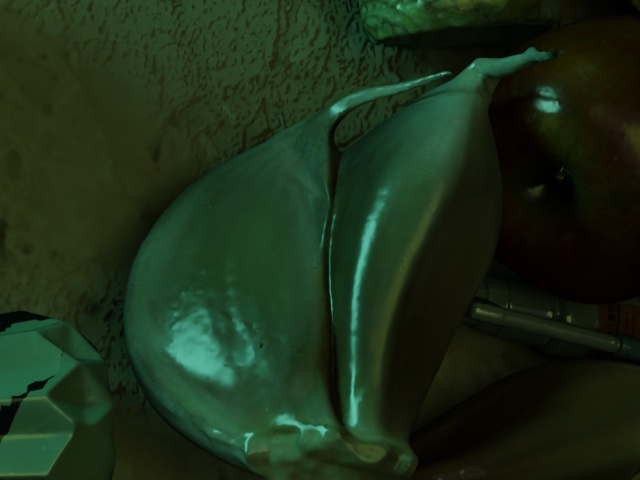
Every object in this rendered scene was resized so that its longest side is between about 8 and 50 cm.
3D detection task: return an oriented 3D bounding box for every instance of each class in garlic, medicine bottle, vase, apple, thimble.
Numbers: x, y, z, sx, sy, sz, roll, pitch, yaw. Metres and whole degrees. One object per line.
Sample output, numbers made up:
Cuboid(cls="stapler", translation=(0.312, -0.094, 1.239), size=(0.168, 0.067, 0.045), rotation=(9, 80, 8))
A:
Cuboid(cls="garlic", translation=(0.000, 0.000, 1.236), size=(0.231, 0.246, 0.340), rotation=(22, 86, -6))
Cuboid(cls="garlic", translation=(0.147, 0.163, 1.330), size=(0.318, 0.143, 0.112), rotation=(-19, 73, -35))
Cuboid(cls="medicine bottle", translation=(0.200, 0.067, 1.388), size=(0.221, 0.092, 0.061), rotation=(11, 98, -21))
Cuboid(cls="vase", translation=(-0.320, 0.130, 1.133), size=(0.360, 0.165, 0.165), rotation=(-1, 86, -19))
Cuboid(cls="apple", translation=(0.222, -0.067, 1.345), size=(0.230, 0.230, 0.230), rotation=(2, 85, -23))
Cuboid(cls="thimble", translation=(0.113, -0.225, 1.351), size=(0.190, 0.137, 0.143), rotation=(-4, 88, -35))

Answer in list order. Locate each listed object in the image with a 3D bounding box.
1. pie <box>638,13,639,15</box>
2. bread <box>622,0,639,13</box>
Cuboid(cls="pie", translation=(0.316, -0.204, 1.490), size=(0.092, 0.034, 0.170), rotation=(45, 64, -16))
Cuboid(cls="bread", translation=(0.343, -0.302, 1.423), size=(0.312, 0.172, 0.312), rotation=(9, 67, -22))
